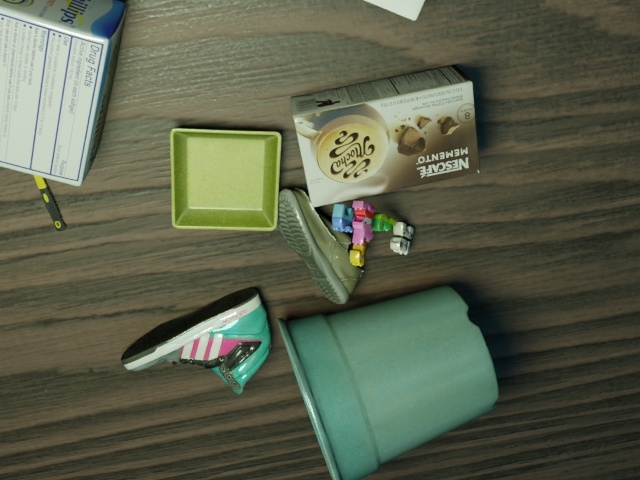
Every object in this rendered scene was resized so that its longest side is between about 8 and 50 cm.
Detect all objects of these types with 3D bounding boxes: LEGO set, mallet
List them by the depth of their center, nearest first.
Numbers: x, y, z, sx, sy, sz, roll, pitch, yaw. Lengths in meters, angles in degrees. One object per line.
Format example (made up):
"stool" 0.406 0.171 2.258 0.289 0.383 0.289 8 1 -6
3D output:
"mallet" -0.478 -0.101 1.286 0.062 0.039 0.189 -17 121 6
"LEGO set" 0.082 -0.002 1.324 0.087 0.227 0.093 6 82 31

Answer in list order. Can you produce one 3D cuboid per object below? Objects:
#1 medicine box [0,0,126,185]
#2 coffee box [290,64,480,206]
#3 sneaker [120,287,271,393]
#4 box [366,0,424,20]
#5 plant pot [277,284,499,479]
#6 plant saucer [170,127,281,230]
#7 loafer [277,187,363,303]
"medicine box" -0.469 -0.258 1.114 0.289 0.149 0.263 14 127 -14
"coffee box" 0.110 -0.180 1.262 0.297 0.119 0.168 -11 117 0
"sneaker" -0.221 0.228 1.437 0.296 0.124 0.178 -24 107 4
"box" 0.090 -0.458 1.119 0.181 0.119 0.182 17 114 -15
"plant pot" 0.130 0.254 1.385 0.334 0.341 0.341 -18 118 -5
"plant saucer" -0.168 -0.112 1.307 0.188 0.045 0.188 1 117 -7
"loafer" 0.000 0.000 1.372 0.087 0.094 0.251 -41 118 -24
